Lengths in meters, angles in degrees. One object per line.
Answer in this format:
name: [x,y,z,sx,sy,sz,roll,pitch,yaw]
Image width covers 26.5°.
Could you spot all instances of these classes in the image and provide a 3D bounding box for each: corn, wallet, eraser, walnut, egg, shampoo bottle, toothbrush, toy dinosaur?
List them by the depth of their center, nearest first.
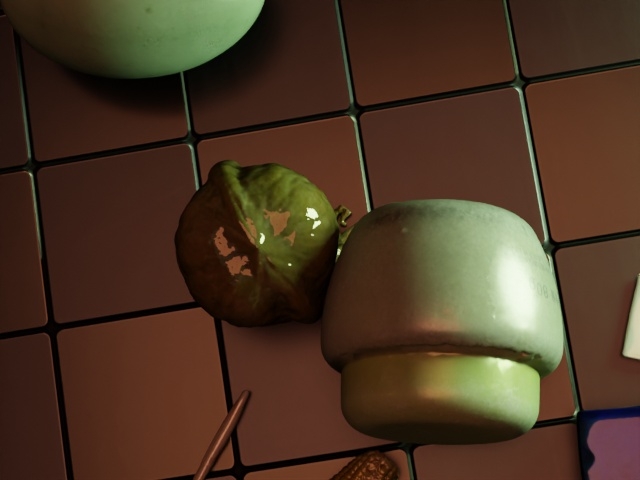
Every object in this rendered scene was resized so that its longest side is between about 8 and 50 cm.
shampoo bottle: [0.163,0.107,1.825,0.322,0.322,0.318,3,75,6]
eraser: [0.526,0.297,1.876,0.332,0.101,0.155,-5,83,6]
walnut: [-0.084,0.008,1.888,0.227,0.283,0.283,-31,80,0]
corn: [-0.014,0.422,1.912,0.097,0.097,0.320,44,86,10]
wallet: [0.472,0.113,1.944,0.061,0.025,0.122,13,84,5]
egg: [-0.270,-0.371,1.957,0.388,0.276,0.276,-1,82,3]
toothbrush: [-0.177,0.354,1.971,0.029,0.025,0.307,29,86,0]
toy dinosaur: [0.000,0.000,1.999,0.162,0.039,0.126,34,88,10]
